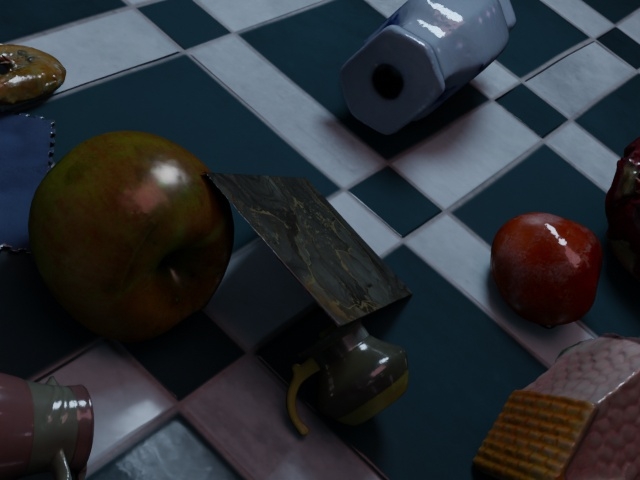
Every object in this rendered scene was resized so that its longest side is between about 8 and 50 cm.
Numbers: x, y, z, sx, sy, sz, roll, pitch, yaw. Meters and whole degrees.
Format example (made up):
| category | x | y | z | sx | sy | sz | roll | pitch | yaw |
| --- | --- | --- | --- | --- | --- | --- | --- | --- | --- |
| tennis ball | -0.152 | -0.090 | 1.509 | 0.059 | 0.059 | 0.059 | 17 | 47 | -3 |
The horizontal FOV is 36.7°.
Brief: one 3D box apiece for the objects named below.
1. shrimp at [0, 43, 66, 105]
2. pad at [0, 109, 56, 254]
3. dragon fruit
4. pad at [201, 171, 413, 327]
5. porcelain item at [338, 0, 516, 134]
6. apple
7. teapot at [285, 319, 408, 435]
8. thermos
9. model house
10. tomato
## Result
| category | x | y | z | sx | sy | sz | roll | pitch | yaw |
| --- | --- | --- | --- | --- | --- | --- | --- | --- | --- |
| shrimp | -0.455 | -0.240 | 1.400 | 0.132 | 0.052 | 0.187 | 24 | 30 | 12 |
| pad | -0.488 | -0.098 | 1.266 | 0.269 | 0.012 | 0.269 | 11 | 44 | -19 |
| dragon fruit | 0.632 | -0.054 | 1.607 | 0.329 | 0.329 | 0.329 | 15 | 43 | -14 |
| pad | 0.000 | 0.000 | 1.276 | 0.248 | 0.007 | 0.367 | 47 | 16 | 11 |
| porcelain item | 0.201 | -0.345 | 1.711 | 0.178 | 0.242 | 0.405 | 50 | 40 | -4 |
| apple | -0.235 | -0.011 | 1.188 | 0.246 | 0.246 | 0.226 | -20 | 41 | -40 |
| teapot | 0.026 | 0.168 | 1.193 | 0.165 | 0.130 | 0.119 | -34 | 85 | -11 |
| thermos | -0.355 | 0.198 | 0.949 | 0.264 | 0.146 | 0.176 | 7 | 39 | -30 |
| model house | 0.339 | 0.279 | 1.217 | 0.237 | 0.202 | 0.237 | -30 | 103 | -20 |
| tomato | 0.343 | 0.040 | 1.469 | 0.187 | 0.151 | 0.187 | 11 | 48 | -12 |
